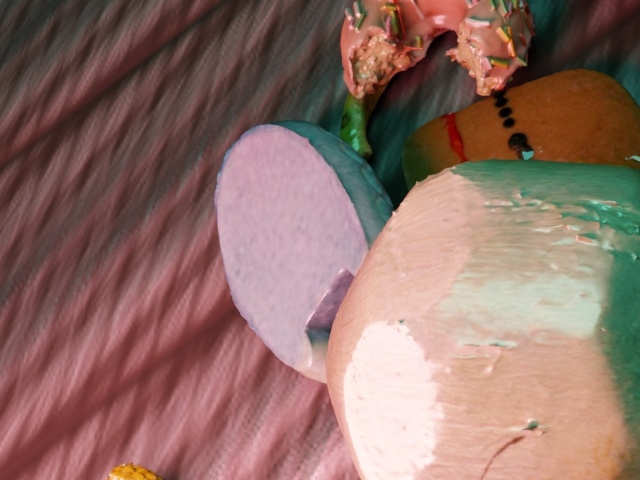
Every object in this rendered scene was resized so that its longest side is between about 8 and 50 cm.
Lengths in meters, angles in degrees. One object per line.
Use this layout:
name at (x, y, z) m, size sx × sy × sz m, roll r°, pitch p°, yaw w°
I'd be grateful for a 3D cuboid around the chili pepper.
chili pepper at (0.056, -0.171, 1.420) m, size 0.049 × 0.043 × 0.208 m, roll -5°, pitch 59°, yaw 39°

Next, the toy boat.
toy boat at (0.000, 0.000, 1.294) m, size 0.215 × 0.123 × 0.330 m, roll -61°, pitch 41°, yaw 22°

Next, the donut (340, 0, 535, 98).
donut at (0.134, -0.257, 1.374) m, size 0.233 × 0.085 × 0.199 m, roll -1°, pitch 52°, yaw 23°

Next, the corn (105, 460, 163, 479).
corn at (-0.148, 0.329, 1.198) m, size 0.260 × 0.091 × 0.091 m, roll 43°, pitch 114°, yaw 34°

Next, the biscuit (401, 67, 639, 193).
biscuit at (0.224, -0.058, 1.259) m, size 0.277 × 0.052 × 0.262 m, roll -17°, pitch 55°, yaw 17°

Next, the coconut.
coconut at (0.171, 0.097, 1.008) m, size 0.360 × 0.346 × 0.346 m, roll 6°, pitch 65°, yaw 21°
